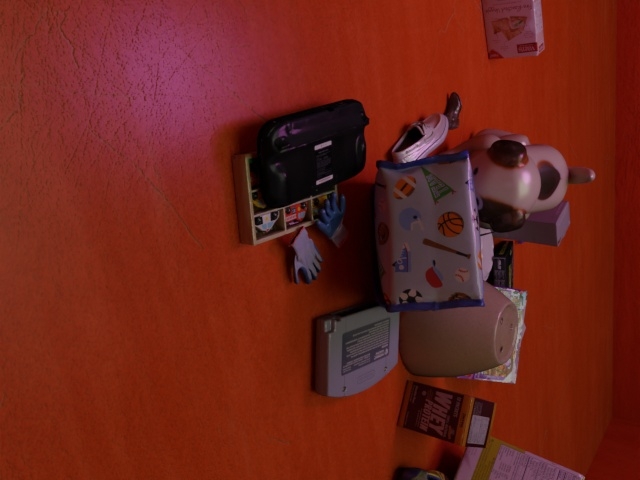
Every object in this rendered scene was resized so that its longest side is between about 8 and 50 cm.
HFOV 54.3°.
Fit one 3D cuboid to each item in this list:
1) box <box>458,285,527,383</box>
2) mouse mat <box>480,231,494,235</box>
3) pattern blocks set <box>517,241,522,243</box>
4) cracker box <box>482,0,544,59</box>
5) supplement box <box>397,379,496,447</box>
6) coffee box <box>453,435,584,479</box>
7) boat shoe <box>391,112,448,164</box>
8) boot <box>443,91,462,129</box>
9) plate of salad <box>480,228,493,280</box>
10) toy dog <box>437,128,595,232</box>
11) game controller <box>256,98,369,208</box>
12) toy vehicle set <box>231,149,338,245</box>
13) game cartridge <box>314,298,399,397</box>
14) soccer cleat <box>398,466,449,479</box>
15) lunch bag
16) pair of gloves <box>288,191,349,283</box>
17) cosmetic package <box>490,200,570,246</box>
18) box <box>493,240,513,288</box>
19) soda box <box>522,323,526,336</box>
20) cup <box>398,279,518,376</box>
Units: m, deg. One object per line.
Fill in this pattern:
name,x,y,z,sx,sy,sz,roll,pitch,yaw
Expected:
box,0.520,0.285,1.930,0.201,0.057,0.293,9,89,-12
mouse mat,0.402,-0.003,1.723,0.153,0.190,0.007,-10,85,-52
pattern blocks set,0.709,-0.141,2.226,0.285,0.026,0.324,-41,126,-41
cracker box,0.572,-0.666,1.857,0.067,0.156,0.232,-43,127,-40
supplement box,0.352,0.480,1.723,0.194,0.191,0.129,28,73,-51
coffee box,0.557,0.839,1.871,0.338,0.335,0.337,-59,153,-29
boat shoe,0.253,-0.261,1.565,0.226,0.083,0.075,-55,136,-30
boot,0.345,-0.349,1.715,0.114,0.037,0.106,-22,110,-44
plate of salad,0.508,0.032,1.976,0.200,0.048,0.199,1,89,-62
toy dog,0.500,-0.142,1.672,0.408,0.396,0.284,-16,118,-59
game controller,-0.007,-0.173,1.213,0.319,0.067,0.166,-27,131,-47
toy vehicle set,-0.060,-0.104,1.221,0.267,0.035,0.165,-22,113,-49
game cartridge,0.088,0.252,1.460,0.297,0.062,0.198,-8,106,-52
soccer cleat,0.318,0.705,1.772,0.289,0.121,0.093,35,68,-50
lunch bag,0.232,-0.001,1.418,0.385,0.239,0.327,20,68,-80
pair of gloves,0.000,0.000,1.285,0.198,0.023,0.159,-53,147,-22
cosmetic package,0.664,-0.068,2.004,0.127,0.238,0.107,-51,133,-36
box,0.619,0.115,2.106,0.184,0.045,0.190,-38,127,-61
soda box,0.656,0.370,2.204,0.216,0.069,0.074,-60,137,-28
cup,0.397,0.233,1.708,0.331,0.237,0.330,-11,105,-51
